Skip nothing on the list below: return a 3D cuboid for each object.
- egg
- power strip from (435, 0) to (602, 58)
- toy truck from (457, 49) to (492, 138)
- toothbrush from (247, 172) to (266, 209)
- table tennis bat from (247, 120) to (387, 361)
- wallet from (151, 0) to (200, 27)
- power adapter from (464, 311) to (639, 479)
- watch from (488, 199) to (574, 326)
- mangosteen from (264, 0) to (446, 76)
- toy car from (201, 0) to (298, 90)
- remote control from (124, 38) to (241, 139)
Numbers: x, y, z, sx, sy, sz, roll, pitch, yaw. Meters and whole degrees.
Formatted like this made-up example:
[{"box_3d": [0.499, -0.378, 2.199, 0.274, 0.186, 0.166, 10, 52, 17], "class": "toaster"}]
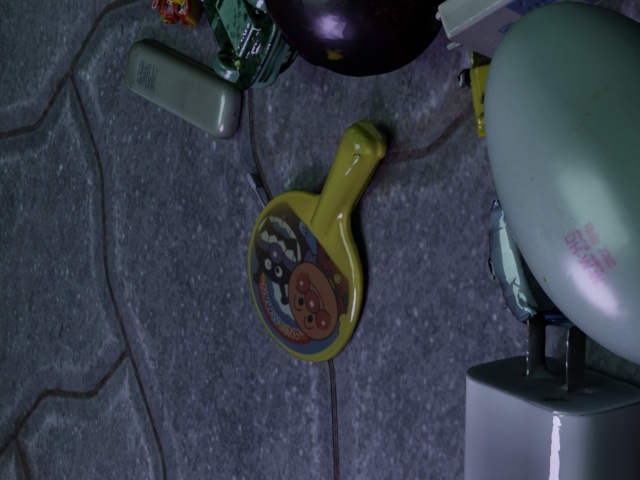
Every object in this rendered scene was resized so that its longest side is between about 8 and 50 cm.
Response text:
[{"box_3d": [0.274, -0.053, 1.412, 0.230, 0.230, 0.371, -51, 59, 44], "class": "egg"}, {"box_3d": [0.266, -0.272, 1.495, 0.367, 0.106, 0.043, -29, 64, 31], "class": "power strip"}, {"box_3d": [0.210, -0.242, 1.669, 0.136, 0.111, 0.285, -7, 84, 57], "class": "toy truck"}, {"box_3d": [-0.064, -0.028, 2.166, 0.011, 0.014, 0.167, -57, 50, 43], "class": "toothbrush"}, {"box_3d": [0.000, 0.000, 2.038, 0.224, 0.054, 0.368, 52, 134, 30], "class": "table tennis bat"}, {"box_3d": [-0.204, -0.429, 2.250, 0.141, 0.067, 0.241, -116, 27, -86], "class": "wallet"}, {"box_3d": [0.239, 0.203, 1.624, 0.187, 0.124, 0.255, 16, 110, 52], "class": "power adapter"}, {"box_3d": [0.276, -0.048, 1.621, 0.274, 0.068, 0.276, -16, 78, 55], "class": "watch"}, {"box_3d": [0.059, -0.316, 1.805, 0.265, 0.228, 0.228, -49, 49, 16], "class": "mangosteen"}, {"box_3d": [-0.087, -0.324, 2.084, 0.136, 0.125, 0.305, -62, 34, 34], "class": "toy car"}, {"box_3d": [-0.208, -0.227, 2.339, 0.309, 0.038, 0.090, 30, 115, 50], "class": "remote control"}]
